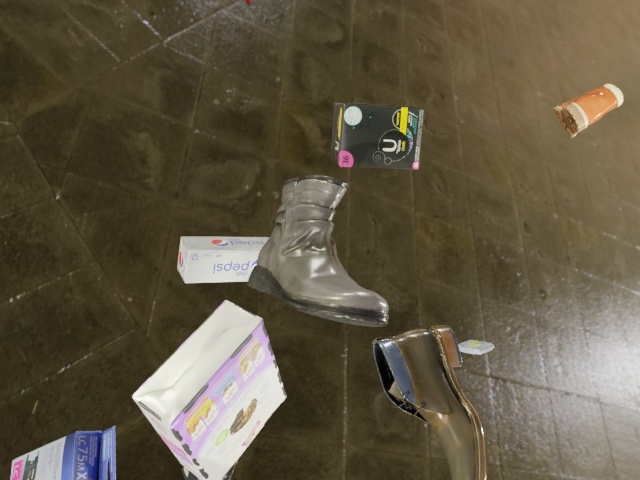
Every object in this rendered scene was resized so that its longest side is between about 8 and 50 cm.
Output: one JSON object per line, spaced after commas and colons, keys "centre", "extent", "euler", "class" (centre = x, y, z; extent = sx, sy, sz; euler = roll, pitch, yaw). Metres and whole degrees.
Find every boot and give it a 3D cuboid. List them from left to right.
{"centre": [0.000, 0.000, 0.821], "extent": [0.118, 0.338, 0.223], "euler": [21, 86, -38], "class": "boot"}
{"centre": [0.131, 0.213, 0.644], "extent": [0.106, 0.082, 0.219], "euler": [0, 55, -11], "class": "boot"}
{"centre": [0.436, -0.213, 0.836], "extent": [0.059, 0.084, 0.158], "euler": [57, 16, -2], "class": "boot"}

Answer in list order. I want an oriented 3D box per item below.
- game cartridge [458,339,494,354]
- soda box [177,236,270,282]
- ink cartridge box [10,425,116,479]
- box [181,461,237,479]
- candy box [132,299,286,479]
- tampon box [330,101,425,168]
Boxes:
{"centre": [0.371, 0.258, 1.243], "extent": [0.056, 0.083, 0.017], "euler": [-17, 95, -27], "class": "game cartridge"}
{"centre": [-0.227, 0.049, 1.367], "extent": [0.286, 0.098, 0.091], "euler": [0, 23, -30], "class": "soda box"}
{"centre": [-0.501, 0.482, 0.980], "extent": [0.065, 0.311, 0.186], "euler": [27, 44, -48], "class": "ink cartridge box"}
{"centre": [-0.249, 0.493, 1.186], "extent": [0.051, 0.220, 0.175], "euler": [25, 80, -20], "class": "box"}
{"centre": [-0.133, 0.206, 0.677], "extent": [0.070, 0.196, 0.165], "euler": [23, 52, 27], "class": "candy box"}
{"centre": [0.110, -0.210, 1.024], "extent": [0.161, 0.101, 0.120], "euler": [0, 107, -10], "class": "tampon box"}
